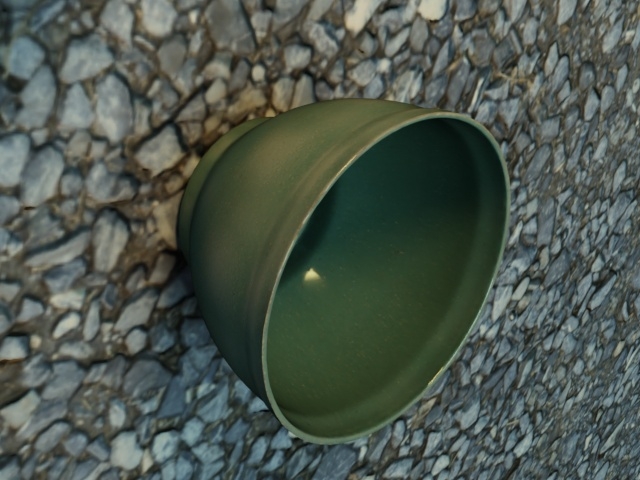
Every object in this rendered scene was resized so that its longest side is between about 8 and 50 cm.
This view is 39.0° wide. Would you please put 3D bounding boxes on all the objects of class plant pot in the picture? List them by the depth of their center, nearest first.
[{"bbox_3d":[0.000,0.000,0.794,0.293,0.196,0.293,-26,130,-35],"label":"plant pot"}]
